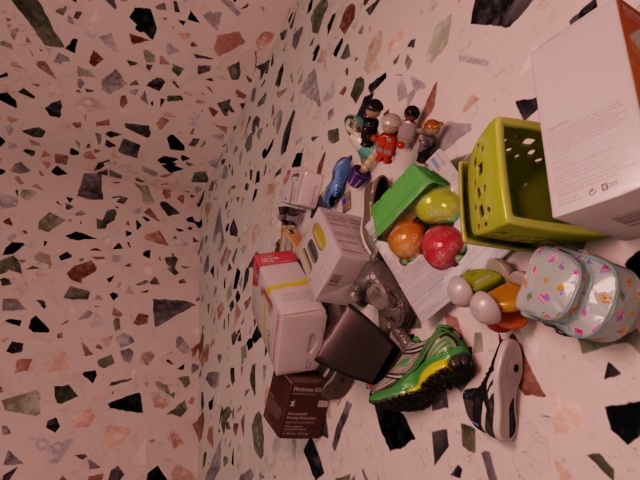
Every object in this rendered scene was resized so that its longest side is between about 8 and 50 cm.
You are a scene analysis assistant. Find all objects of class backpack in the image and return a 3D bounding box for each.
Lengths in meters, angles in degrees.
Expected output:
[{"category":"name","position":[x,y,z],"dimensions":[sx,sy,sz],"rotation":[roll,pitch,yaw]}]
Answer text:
[{"category":"backpack","position":[0.476,0.099,0.895],"dimensions":[0.188,0.145,0.165],"rotation":[25,96,59]}]

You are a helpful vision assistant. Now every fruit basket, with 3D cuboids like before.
[{"category":"fruit basket","position":[0.302,-0.015,1.288],"dimensions":[0.327,0.166,0.353],"rotation":[-50,57,31]}]

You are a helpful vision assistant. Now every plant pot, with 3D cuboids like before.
[{"category":"plant pot","position":[0.412,-0.095,0.997],"dimensions":[0.207,0.227,0.228],"rotation":[131,144,-68]},{"category":"plant pot","position":[0.120,0.317,1.383],"dimensions":[0.167,0.187,0.188],"rotation":[30,82,24]}]

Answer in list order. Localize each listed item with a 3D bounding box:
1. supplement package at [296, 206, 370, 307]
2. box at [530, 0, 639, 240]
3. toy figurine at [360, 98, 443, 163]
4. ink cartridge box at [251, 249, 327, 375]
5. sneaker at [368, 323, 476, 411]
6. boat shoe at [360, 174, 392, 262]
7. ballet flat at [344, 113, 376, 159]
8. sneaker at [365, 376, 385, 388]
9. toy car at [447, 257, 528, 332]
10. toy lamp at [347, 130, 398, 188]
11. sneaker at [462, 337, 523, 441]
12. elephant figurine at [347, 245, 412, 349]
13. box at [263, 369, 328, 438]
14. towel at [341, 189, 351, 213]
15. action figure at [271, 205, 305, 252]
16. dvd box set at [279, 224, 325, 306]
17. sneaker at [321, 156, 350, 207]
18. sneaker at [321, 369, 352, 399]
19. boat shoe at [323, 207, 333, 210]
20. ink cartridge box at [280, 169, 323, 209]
[{"category":"supplement package","position":[0.071,0.056,1.614],"dimensions":[0.199,0.198,0.262],"rotation":[-62,31,29]},{"category":"box","position":[0.525,-0.200,0.844],"dimensions":[0.168,0.215,0.344],"rotation":[-29,55,55]},{"category":"toy figurine","position":[0.237,-0.330,1.444],"dimensions":[0.213,0.210,0.148],"rotation":[-117,29,-55]},{"category":"ink cartridge box","position":[-0.131,0.255,1.761],"dimensions":[0.384,0.161,0.279],"rotation":[-126,37,-53]},{"category":"sneaker","position":[0.254,0.344,1.256],"dimensions":[0.343,0.134,0.146],"rotation":[-44,34,34]},{"category":"boat shoe","position":[0.192,-0.075,1.537],"dimensions":[0.091,0.109,0.304],"rotation":[129,146,-49]},{"category":"ballet flat","position":[0.136,-0.390,1.796],"dimensions":[0.083,0.087,0.247],"rotation":[-56,34,35]},{"category":"sneaker","position":[0.146,0.382,1.490],"dimensions":[0.075,0.057,0.161],"rotation":[-45,44,38]},{"category":"toy car","position":[0.387,0.134,1.075],"dimensions":[0.182,0.159,0.136],"rotation":[40,151,59]},{"category":"toy lamp","position":[0.183,-0.295,1.680],"dimensions":[0.274,0.080,0.080],"rotation":[-55,35,35]},{"category":"sneaker","position":[0.371,0.319,1.067],"dimensions":[0.121,0.079,0.216],"rotation":[-3,78,60]},{"category":"elephant figurine","position":[0.209,0.169,1.391],"dimensions":[0.169,0.186,0.239],"rotation":[-44,39,-9]},{"category":"box","position":[-0.084,0.577,1.727],"dimensions":[0.167,0.169,0.203],"rotation":[19,97,63]},{"category":"towel","position":[0.099,-0.148,1.851],"dimensions":[0.060,0.010,0.083],"rotation":[-33,51,55]},{"category":"action figure","position":[-0.154,-0.010,2.191],"dimensions":[0.185,0.099,0.284],"rotation":[21,102,55]},{"category":"dvd box set","position":[-0.083,0.161,1.933],"dimensions":[0.420,0.062,0.307],"rotation":[-128,40,-56]},{"category":"sneaker","position":[0.073,-0.221,1.871],"dimensions":[0.209,0.069,0.082],"rotation":[-64,33,28]},{"category":"sneaker","position":[0.065,0.434,1.624],"dimensions":[0.118,0.083,0.222],"rotation":[-92,23,-56]},{"category":"boat shoe","position":[0.000,0.000,1.877],"dimensions":[0.089,0.109,0.258],"rotation":[-16,63,63]},{"category":"ink cartridge box","position":[-0.087,-0.230,2.150],"dimensions":[0.218,0.092,0.158],"rotation":[18,96,61]}]
